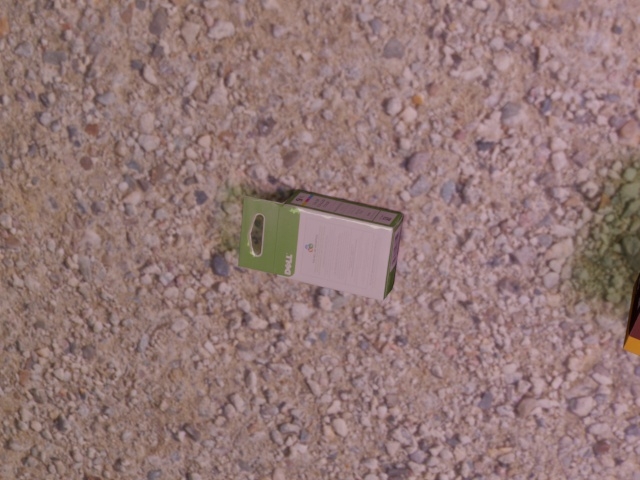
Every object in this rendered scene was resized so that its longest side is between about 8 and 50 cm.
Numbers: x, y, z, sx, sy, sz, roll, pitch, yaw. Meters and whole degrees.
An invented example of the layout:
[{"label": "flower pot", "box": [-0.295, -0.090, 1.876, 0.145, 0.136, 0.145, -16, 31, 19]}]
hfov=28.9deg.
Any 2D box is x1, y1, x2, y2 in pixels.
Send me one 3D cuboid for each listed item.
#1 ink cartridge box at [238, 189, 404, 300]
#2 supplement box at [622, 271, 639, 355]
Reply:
[{"label": "ink cartridge box", "box": [0.000, 0.000, 1.672, 0.209, 0.062, 0.109, 12, 115, 14]}, {"label": "supplement box", "box": [0.458, 0.035, 1.461, 0.129, 0.191, 0.194, 22, 116, 9]}]
